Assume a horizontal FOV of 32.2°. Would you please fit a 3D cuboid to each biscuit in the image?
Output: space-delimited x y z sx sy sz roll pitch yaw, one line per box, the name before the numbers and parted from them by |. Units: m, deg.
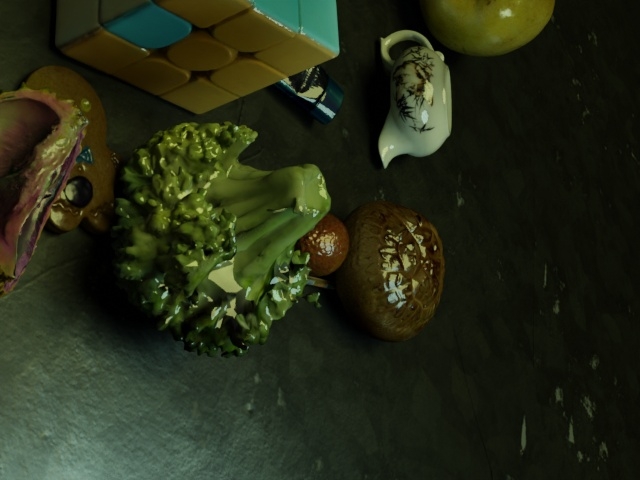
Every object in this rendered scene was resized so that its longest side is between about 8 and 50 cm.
biscuit | -0.336 -0.122 1.479 0.180 0.039 0.236 -3 76 -52

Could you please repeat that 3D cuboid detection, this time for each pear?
pear | 0.352 -0.537 2.348 0.314 0.314 0.314 25 56 -46

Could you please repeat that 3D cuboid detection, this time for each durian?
durian | -0.383 -0.068 1.319 0.186 0.154 0.260 38 51 -7

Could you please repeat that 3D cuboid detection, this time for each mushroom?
mushroom | 0.121 0.055 1.917 0.253 0.153 0.253 15 70 -51

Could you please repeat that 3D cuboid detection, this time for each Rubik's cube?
Rubik's cube | -0.175 -0.390 1.588 0.292 0.291 0.290 22 59 -49

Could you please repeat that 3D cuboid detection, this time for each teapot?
teapot | 0.180 -0.283 2.155 0.208 0.166 0.299 51 28 -54

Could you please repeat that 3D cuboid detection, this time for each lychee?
lychee | 0.001 -0.001 1.816 0.140 0.101 0.114 -17 80 -48

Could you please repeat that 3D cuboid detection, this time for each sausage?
sausage | -0.003 0.071 1.857 0.100 0.015 0.015 15 65 -50

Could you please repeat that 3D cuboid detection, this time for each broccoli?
broccoli | -0.114 -0.014 1.515 0.293 0.281 0.348 39 43 -40

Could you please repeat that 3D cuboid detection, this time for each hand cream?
hand cream | -0.071 -0.308 1.902 0.270 0.061 0.120 37 53 -29
